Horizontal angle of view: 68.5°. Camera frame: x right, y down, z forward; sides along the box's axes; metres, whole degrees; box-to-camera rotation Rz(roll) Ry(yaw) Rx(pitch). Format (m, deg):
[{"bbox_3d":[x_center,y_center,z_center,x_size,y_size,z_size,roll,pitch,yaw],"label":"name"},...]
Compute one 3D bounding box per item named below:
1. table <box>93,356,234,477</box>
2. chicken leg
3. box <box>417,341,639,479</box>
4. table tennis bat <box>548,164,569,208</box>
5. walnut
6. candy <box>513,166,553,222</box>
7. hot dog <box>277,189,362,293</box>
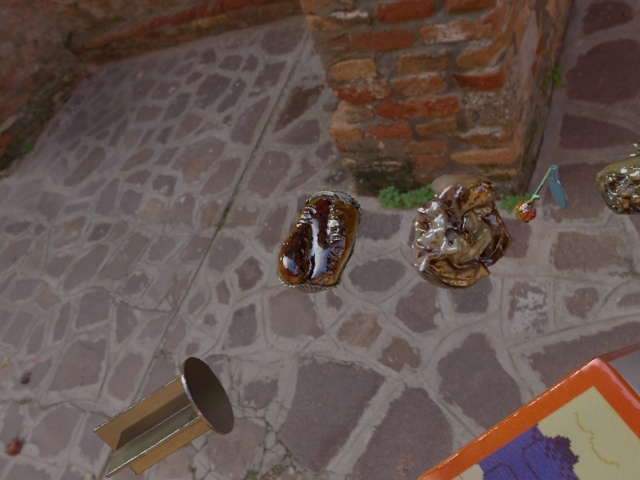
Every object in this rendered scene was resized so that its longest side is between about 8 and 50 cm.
[{"bbox_3d":[-0.311,0.360,0.926,0.227,0.167,0.167,-32,48,1],"label":"table"},{"bbox_3d":[0.384,-0.059,0.459,0.196,0.125,0.080,14,112,42],"label":"chicken leg"},{"bbox_3d":[0.347,0.314,0.512,0.257,0.349,0.318,-47,57,25],"label":"box"},{"bbox_3d":[0.701,-0.159,1.392,0.019,0.155,0.100,-24,35,11],"label":"table tennis bat"},{"bbox_3d":[0.283,-0.024,0.973,0.141,0.204,0.238,45,124,58],"label":"walnut"},{"bbox_3d":[0.583,-0.124,1.274,0.061,0.201,0.060,2,53,-2],"label":"candy"},{"bbox_3d":[0.000,0.000,1.100,0.163,0.082,0.270,16,65,12],"label":"hot dog"}]
